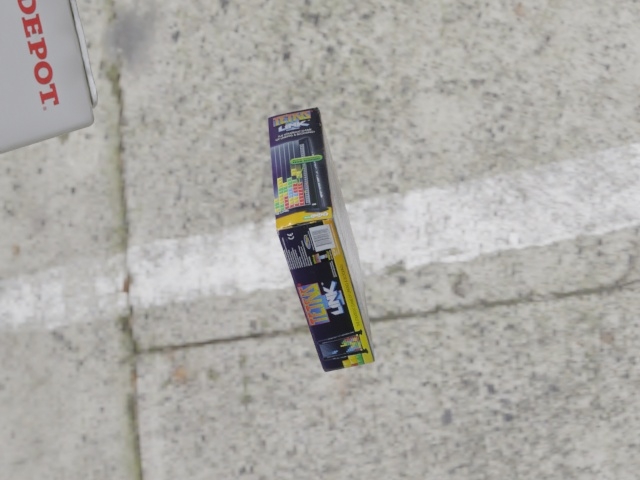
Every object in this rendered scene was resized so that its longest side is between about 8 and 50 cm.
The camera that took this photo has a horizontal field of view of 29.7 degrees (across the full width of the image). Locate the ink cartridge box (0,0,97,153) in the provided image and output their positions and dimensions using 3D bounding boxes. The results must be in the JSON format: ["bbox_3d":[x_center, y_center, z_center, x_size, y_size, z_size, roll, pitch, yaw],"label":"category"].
[{"bbox_3d":[-0.299,-0.135,0.727,0.117,0.278,0.201,22,127,51],"label":"ink cartridge box"}]

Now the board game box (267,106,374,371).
[{"bbox_3d":[0.000,0.000,0.994,0.048,0.170,0.141,-13,42,4],"label":"board game box"}]
